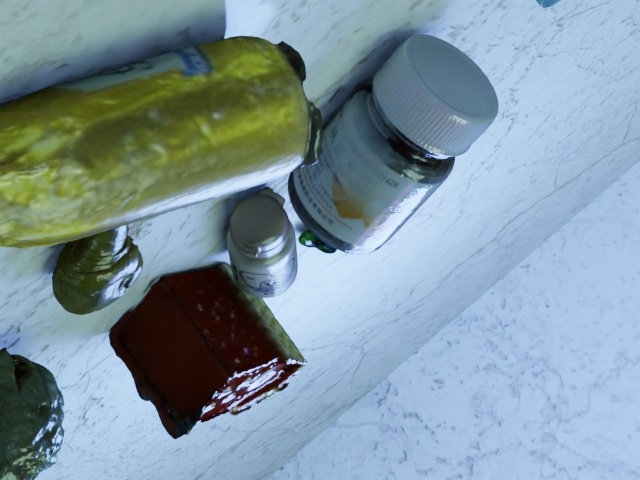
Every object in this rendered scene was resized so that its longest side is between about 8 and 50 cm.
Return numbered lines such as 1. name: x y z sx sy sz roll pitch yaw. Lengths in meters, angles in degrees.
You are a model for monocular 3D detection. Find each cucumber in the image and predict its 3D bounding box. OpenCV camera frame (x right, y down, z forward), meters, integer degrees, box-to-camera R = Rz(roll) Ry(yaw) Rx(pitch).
1. cucumber: 0.000 0.000 2.020 0.036 0.033 0.184 -59 162 5

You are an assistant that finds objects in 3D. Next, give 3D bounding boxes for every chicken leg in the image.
1. chicken leg: -0.252 0.008 1.478 0.103 0.088 0.228 -12 147 -32

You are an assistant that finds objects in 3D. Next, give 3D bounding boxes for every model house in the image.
1. model house: -0.142 0.148 1.867 0.254 0.196 0.160 -16 153 -50

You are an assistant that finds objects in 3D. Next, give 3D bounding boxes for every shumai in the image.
1. shumai: -0.425 0.269 1.660 0.255 0.189 0.218 -31 162 5

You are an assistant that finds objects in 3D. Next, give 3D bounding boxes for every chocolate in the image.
1. chocolate: -0.211 -0.076 1.186 0.445 0.162 0.162 -22 159 -35

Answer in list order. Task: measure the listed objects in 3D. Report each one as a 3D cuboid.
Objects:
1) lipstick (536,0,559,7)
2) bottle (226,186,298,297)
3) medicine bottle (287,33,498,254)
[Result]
1. lipstick: 0.201 -0.315 1.325 0.048 0.158 0.048 -32 163 -11
2. bottle: -0.078 -0.001 1.762 0.209 0.097 0.110 92 17 -69
3. medicine bottle: 0.089 -0.120 1.635 0.165 0.165 0.273 -17 155 -47
